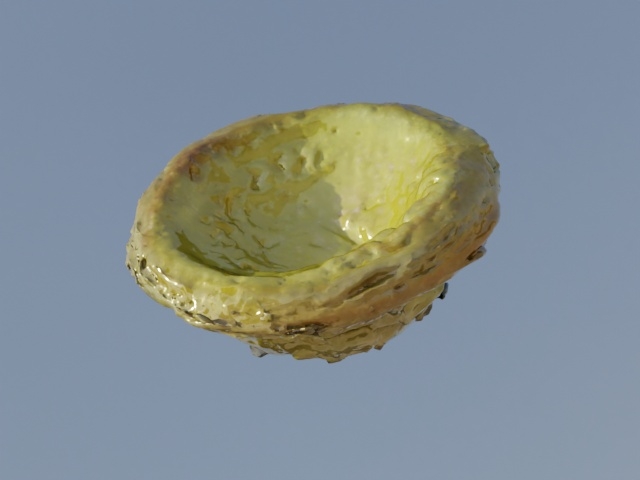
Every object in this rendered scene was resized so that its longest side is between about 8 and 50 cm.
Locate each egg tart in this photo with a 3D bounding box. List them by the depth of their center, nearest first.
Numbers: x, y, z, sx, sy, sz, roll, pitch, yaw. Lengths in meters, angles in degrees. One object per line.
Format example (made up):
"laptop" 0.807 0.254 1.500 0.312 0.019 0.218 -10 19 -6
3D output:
"egg tart" 0.000 0.000 1.432 0.315 0.315 0.120 -24 -54 -16
